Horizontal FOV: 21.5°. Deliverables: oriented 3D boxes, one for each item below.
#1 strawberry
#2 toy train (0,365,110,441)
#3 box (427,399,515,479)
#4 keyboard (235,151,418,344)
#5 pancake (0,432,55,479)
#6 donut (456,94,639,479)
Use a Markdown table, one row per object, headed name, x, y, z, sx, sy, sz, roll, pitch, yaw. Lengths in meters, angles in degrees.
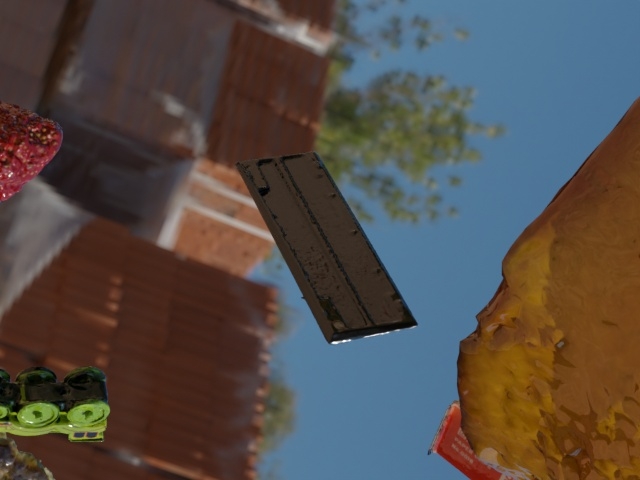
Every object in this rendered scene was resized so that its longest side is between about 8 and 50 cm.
| name | x | y | z | sx | sy | sz | roll | pitch | yaw |
| --- | --- | --- | --- | --- | --- | --- | --- | --- | --- |
| strawberry | -0.324 | -0.078 | 1.570 | 0.131 | 0.148 | 0.131 | -174 | -90 | -66 |
| toy train | -0.314 | 0.146 | 1.515 | 0.085 | 0.250 | 0.053 | 113 | -25 | -49 |
| box | 0.219 | 0.178 | 1.695 | 0.182 | 0.133 | 0.099 | -36 | 154 | -39 |
| keyboard | 0.000 | 0.000 | 1.126 | 0.198 | 0.064 | 0.010 | -119 | -153 | -47 |
| pancake | -0.383 | 0.223 | 1.621 | 0.056 | 0.257 | 0.212 | 22 | -89 | 64 |
| donut | 0.282 | -0.016 | 0.718 | 0.163 | 0.435 | 0.377 | 49 | -27 | 30 |
